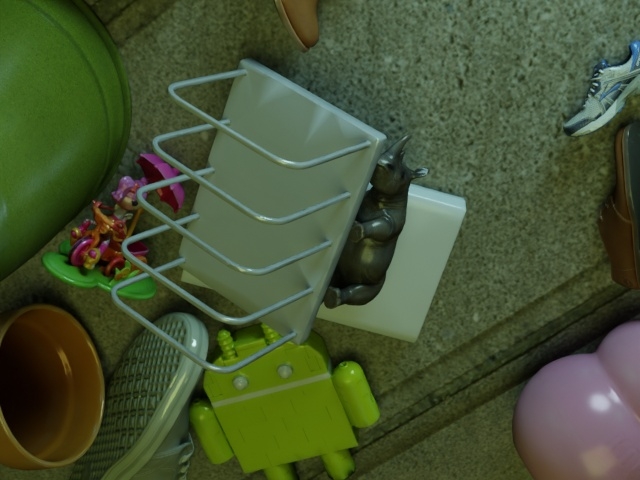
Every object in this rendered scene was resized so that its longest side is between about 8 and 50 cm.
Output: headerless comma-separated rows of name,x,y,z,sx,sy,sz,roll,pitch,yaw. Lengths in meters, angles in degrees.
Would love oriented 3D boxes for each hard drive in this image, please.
hard drive,0.000,0.000,1.448,0.307,0.040,0.203,15,118,-5

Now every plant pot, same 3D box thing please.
plant pot,-0.416,-0.088,1.246,0.366,0.353,0.366,2,118,3
plant pot,-0.413,0.197,1.503,0.188,0.205,0.205,-13,118,27

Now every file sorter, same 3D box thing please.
file sorter,-0.092,-0.023,1.282,0.193,0.173,0.278,32,120,21

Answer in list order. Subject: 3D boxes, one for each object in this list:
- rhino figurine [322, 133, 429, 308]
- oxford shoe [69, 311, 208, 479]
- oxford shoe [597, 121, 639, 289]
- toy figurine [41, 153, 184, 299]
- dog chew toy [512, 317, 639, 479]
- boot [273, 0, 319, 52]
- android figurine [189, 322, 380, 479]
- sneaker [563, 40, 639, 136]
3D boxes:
rhino figurine,0.057,-0.019,1.360,0.073,0.106,0.243,38,121,30
oxford shoe,-0.230,0.277,1.554,0.130,0.169,0.449,14,120,-24
oxford shoe,0.361,-0.038,1.396,0.076,0.076,0.212,10,115,44
toy figurine,-0.232,-0.029,1.394,0.130,0.173,0.159,36,106,24
dog chew toy,0.402,0.192,1.447,0.332,0.206,0.206,-39,110,13
boot,0.017,-0.306,1.265,0.152,0.073,0.197,-12,120,5
android figurine,-0.053,0.218,1.563,0.248,0.056,0.273,-14,119,11
sneaker,0.324,-0.174,1.336,0.135,0.052,0.058,-42,99,14
